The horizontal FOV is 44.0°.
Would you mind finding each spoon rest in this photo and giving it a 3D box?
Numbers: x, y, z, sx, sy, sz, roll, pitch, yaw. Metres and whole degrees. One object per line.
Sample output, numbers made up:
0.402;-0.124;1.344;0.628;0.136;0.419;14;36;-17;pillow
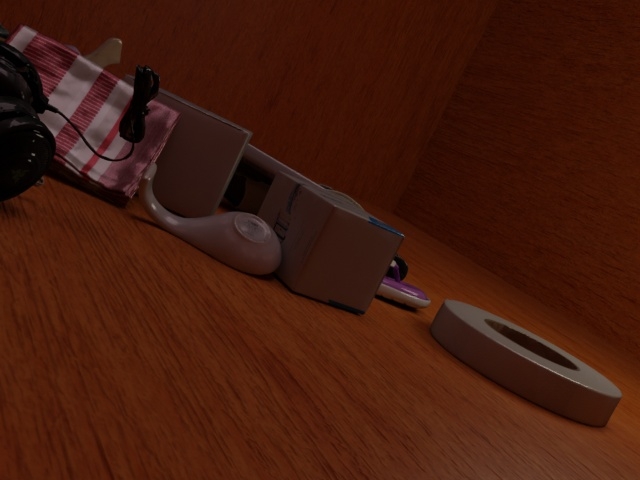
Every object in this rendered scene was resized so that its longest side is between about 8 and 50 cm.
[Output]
-0.189;-0.027;1.362;0.276;0.084;0.137;31;35;-11;spoon rest

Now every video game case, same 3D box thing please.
-0.073;-0.129;1.962;0.329;0.036;0.300;31;-8;9;video game case

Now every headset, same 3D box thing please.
-0.417;-0.180;1.036;0.394;0.185;0.243;4;44;-33;headset

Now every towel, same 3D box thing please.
-0.434;-0.229;1.396;0.329;0.237;0.037;30;-37;-12;towel

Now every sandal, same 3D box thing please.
0.066;0.029;1.751;0.416;0.102;0.169;26;8;0;sandal

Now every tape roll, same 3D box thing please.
0.406;0.237;1.590;0.392;0.072;0.392;26;8;-4;tape roll

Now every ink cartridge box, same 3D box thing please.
0.000;0.000;1.476;0.171;0.168;0.233;21;9;-33;ink cartridge box

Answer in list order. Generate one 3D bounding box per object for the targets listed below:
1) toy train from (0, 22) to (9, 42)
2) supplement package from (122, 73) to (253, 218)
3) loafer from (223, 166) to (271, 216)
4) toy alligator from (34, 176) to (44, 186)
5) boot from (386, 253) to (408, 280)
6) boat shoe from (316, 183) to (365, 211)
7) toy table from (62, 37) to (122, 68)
-0.955;-0.548;2.233;0.334;0.142;0.190;27;19;-5;toy train
-0.298;-0.181;1.584;0.262;0.204;0.145;25;7;-6;supplement package
-0.160;-0.097;1.901;0.268;0.102;0.092;29;17;9;loafer
-0.485;-0.113;1.113;0.190;0.051;0.056;32;32;-18;toy alligator
0.109;0.033;1.978;0.236;0.085;0.178;27;3;7;boot
0.009;-0.133;2.632;0.302;0.114;0.091;26;13;-6;boat shoe
-0.655;-0.452;2.245;0.161;0.252;0.274;-1;34;-36;toy table
